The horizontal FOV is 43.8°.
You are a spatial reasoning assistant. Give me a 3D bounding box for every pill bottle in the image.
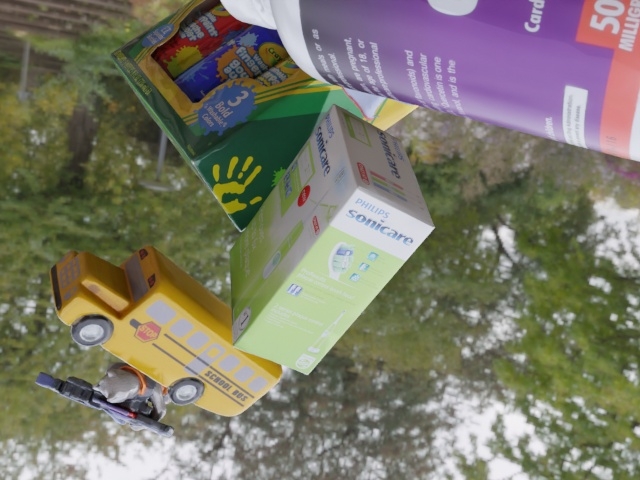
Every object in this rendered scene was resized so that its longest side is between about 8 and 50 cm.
[{"bbox_3d":[0.095,-0.170,0.501,0.323,0.181,0.181,18,-165,24],"label":"pill bottle"}]

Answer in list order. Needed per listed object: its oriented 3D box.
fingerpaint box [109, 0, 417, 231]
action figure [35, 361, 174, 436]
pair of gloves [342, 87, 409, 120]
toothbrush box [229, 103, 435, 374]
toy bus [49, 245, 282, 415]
[{"bbox_3d":[-0.100,-0.277,1.305,0.371,0.163,0.445,-35,-137,-5],"label":"fingerpaint box"},{"bbox_3d":[-0.475,0.324,1.886,0.341,0.178,0.330,21,174,-1],"label":"action figure"},{"bbox_3d":[0.032,-0.197,0.727,0.023,0.198,0.159,-33,174,-29],"label":"pair of gloves"},{"bbox_3d":[0.000,0.000,1.046,0.122,0.283,0.206,26,-150,-25],"label":"toothbrush box"},{"bbox_3d":[-0.204,0.120,1.082,0.333,0.130,0.108,45,-170,-39],"label":"toy bus"}]
